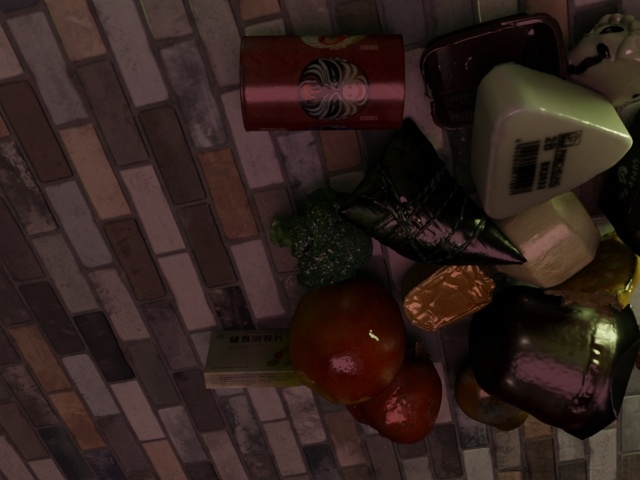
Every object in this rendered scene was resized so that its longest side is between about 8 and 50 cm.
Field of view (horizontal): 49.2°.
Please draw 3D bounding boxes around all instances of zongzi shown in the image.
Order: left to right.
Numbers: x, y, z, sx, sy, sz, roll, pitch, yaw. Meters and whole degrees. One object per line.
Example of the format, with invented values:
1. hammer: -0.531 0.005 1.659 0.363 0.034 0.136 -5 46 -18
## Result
1. zongzi: 0.274 -0.048 1.591 0.362 0.319 0.383 11 148 44

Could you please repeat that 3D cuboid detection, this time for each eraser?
1. eraser: 0.430 -0.221 1.442 0.330 0.150 0.331 -4 139 -3

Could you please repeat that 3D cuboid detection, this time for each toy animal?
1. toy animal: 0.631 -0.380 1.471 0.204 0.156 0.208 33 162 -16

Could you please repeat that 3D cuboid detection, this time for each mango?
1. mango: 0.508 0.467 2.036 0.192 0.146 0.316 -24 126 24

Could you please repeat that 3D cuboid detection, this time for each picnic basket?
1. picnic basket: 0.363 -0.373 1.500 0.296 0.129 0.223 -13 123 10

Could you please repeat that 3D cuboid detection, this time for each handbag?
1. handbag: 0.758 -0.113 1.572 0.152 0.288 0.343 6 124 -4

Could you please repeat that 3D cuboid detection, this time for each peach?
1. peach: 0.071 0.245 1.791 0.307 0.332 0.308 25 150 16

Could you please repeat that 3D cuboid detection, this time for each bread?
1. bread: 0.329 0.118 1.814 0.250 0.133 0.179 -39 114 21

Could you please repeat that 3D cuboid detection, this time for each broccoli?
1. broccoli: 0.000 0.000 1.696 0.270 0.270 0.270 8 130 34

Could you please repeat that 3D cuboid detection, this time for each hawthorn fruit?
1. hawthorn fruit: 0.221 0.400 1.935 0.275 0.276 0.308 24 108 -15

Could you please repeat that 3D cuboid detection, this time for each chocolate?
1. chocolate: 0.556 0.272 1.789 0.331 0.384 0.384 21 121 -9

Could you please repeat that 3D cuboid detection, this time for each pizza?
1. pizza: 0.663 0.088 1.693 0.223 0.323 0.090 -19 109 30

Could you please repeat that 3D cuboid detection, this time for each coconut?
1. coconut: 0.518 -0.013 1.665 0.247 0.245 0.245 -34 117 20

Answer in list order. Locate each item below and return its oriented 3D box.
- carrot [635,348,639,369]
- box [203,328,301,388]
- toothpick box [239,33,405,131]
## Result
1. carrot: 0.910 0.316 2.001 0.035 0.036 0.165 -14 124 9
2. box: -0.180 0.323 1.923 0.260 0.175 0.062 -3 123 2
3. toothpick box: 0.004 -0.333 1.484 0.332 0.204 0.204 0 123 1
